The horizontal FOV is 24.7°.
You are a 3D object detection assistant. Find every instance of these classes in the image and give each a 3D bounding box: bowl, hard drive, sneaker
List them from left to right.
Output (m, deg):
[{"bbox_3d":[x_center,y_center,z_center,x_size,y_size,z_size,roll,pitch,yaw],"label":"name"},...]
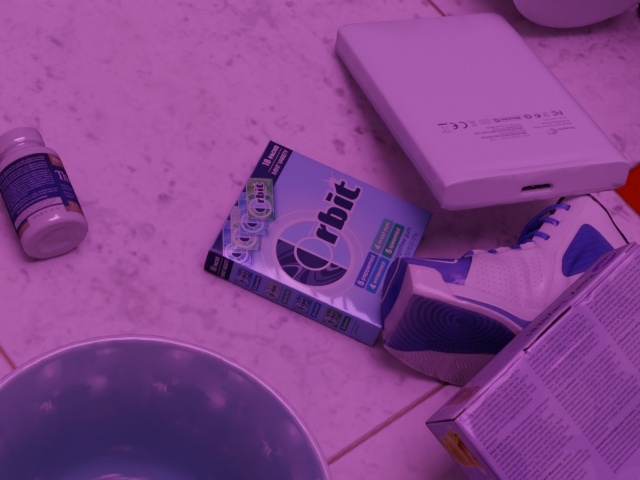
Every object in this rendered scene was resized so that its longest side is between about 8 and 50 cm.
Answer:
[{"bbox_3d":[-0.152,0.248,1.180,0.312,0.163,0.311,7,56,-10],"label":"bowl"},{"bbox_3d":[0.162,-0.144,1.534,0.203,0.040,0.307,-7,38,-18],"label":"hard drive"},{"bbox_3d":[0.205,0.043,1.442,0.316,0.127,0.182,10,51,-18],"label":"sneaker"}]

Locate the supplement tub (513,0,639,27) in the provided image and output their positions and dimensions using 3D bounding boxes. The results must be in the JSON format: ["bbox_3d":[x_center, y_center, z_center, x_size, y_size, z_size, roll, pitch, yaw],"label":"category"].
[{"bbox_3d":[0.270,-0.439,1.701,0.241,0.241,0.331,-5,58,-17],"label":"supplement tub"}]

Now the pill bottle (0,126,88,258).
[{"bbox_3d":[-0.273,-0.048,1.406,0.067,0.067,0.120,-15,62,-23],"label":"pill bottle"}]

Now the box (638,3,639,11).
[{"bbox_3d":[0.683,-0.324,1.586,0.480,0.471,0.297,-6,59,-18],"label":"box"}]

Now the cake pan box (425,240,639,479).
[{"bbox_3d":[0.265,0.170,1.306,0.267,0.070,0.245,-42,98,-21],"label":"cake pan box"}]

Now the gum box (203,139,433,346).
[{"bbox_3d":[0.000,0.000,1.459,0.184,0.041,0.157,24,55,3],"label":"gum box"}]
